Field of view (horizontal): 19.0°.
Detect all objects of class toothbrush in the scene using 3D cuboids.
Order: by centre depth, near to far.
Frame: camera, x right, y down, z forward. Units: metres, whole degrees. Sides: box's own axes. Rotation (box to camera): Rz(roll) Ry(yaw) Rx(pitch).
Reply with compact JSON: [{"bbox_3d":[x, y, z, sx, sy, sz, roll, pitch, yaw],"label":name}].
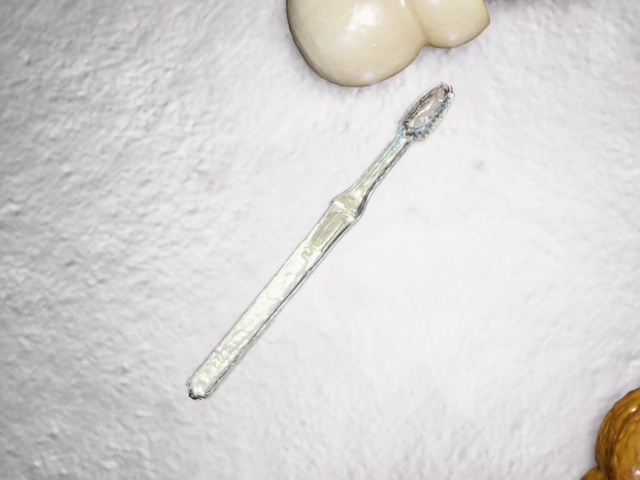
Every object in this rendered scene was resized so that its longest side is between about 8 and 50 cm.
[{"bbox_3d":[0.000,0.000,1.384,0.026,0.028,0.294,39,92,2],"label":"toothbrush"}]

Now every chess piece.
[{"bbox_3d":[0.097,-0.199,1.352,0.261,0.143,0.143,-29,88,5],"label":"chess piece"}]

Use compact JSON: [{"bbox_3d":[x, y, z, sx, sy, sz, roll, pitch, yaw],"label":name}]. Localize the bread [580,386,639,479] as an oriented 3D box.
[{"bbox_3d":[0.289,0.211,1.318,0.232,0.135,0.247,-11,92,9],"label":"bread"}]
